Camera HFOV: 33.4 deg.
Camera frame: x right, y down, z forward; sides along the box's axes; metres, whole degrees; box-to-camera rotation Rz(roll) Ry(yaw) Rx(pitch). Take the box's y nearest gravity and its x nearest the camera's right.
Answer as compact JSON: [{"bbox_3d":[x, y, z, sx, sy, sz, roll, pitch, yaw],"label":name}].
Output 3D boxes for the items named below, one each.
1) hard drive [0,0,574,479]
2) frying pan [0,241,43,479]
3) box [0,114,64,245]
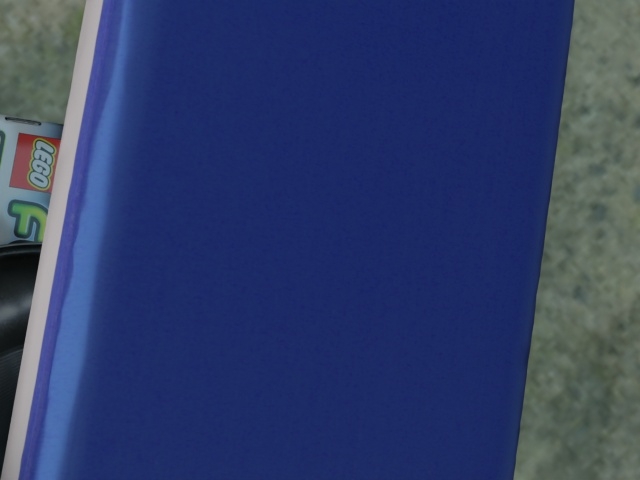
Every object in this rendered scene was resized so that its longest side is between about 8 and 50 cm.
[{"bbox_3d":[0.000,0.000,0.420,0.210,0.040,0.319,12,83,-31],"label":"hard drive"},{"bbox_3d":[-0.109,0.035,0.406,0.197,0.053,0.326,-6,95,-31],"label":"frying pan"},{"bbox_3d":[-0.169,0.046,0.454,0.114,0.036,0.207,10,84,-2],"label":"box"}]
